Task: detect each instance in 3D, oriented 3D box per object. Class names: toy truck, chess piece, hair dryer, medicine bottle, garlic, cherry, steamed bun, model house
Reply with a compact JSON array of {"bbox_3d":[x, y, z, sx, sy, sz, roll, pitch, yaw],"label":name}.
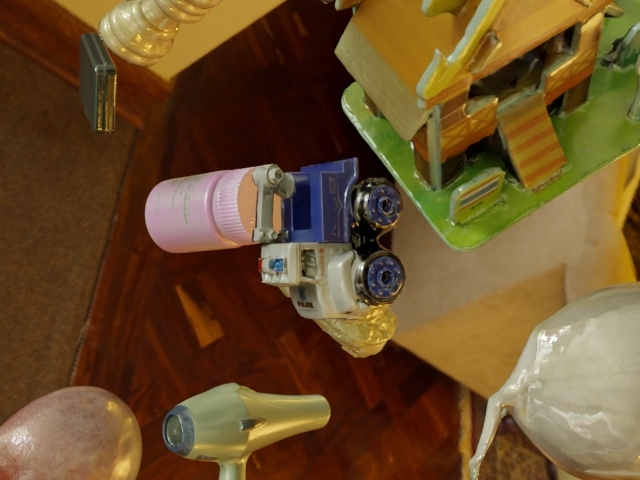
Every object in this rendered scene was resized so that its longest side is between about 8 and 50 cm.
[{"bbox_3d":[0.000,0.000,1.090,0.176,0.161,0.213,0,88,-35],"label":"toy truck"},{"bbox_3d":[-0.243,-0.431,1.468,0.138,0.307,0.124,34,44,-37],"label":"chess piece"},{"bbox_3d":[-0.089,0.354,1.341,0.295,0.119,0.298,-25,99,-41],"label":"hair dryer"},{"bbox_3d":[-0.241,-0.067,1.886,0.178,0.290,0.178,12,75,-53],"label":"medicine bottle"},{"bbox_3d":[0.311,0.150,0.829,0.339,0.231,0.246,13,100,-6],"label":"garlic"},{"bbox_3d":[-0.405,0.353,1.332,0.206,0.239,0.239,28,39,12],"label":"cherry"},{"bbox_3d":[0.062,0.140,2.183,0.372,0.325,0.230,42,83,-24],"label":"steamed bun"},{"bbox_3d":[0.202,-0.214,0.716,0.243,0.357,0.313,58,-8,25],"label":"model house"}]

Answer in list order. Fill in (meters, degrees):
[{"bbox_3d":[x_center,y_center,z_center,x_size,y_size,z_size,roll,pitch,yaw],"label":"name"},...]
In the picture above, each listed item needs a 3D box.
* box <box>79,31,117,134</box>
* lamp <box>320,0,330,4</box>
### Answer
[{"bbox_3d":[-0.484,-0.343,1.793,0.050,0.160,0.230,-4,33,-23],"label":"box"},{"bbox_3d":[0.067,-0.518,1.427,0.305,0.239,0.305,49,14,-16],"label":"lamp"}]
